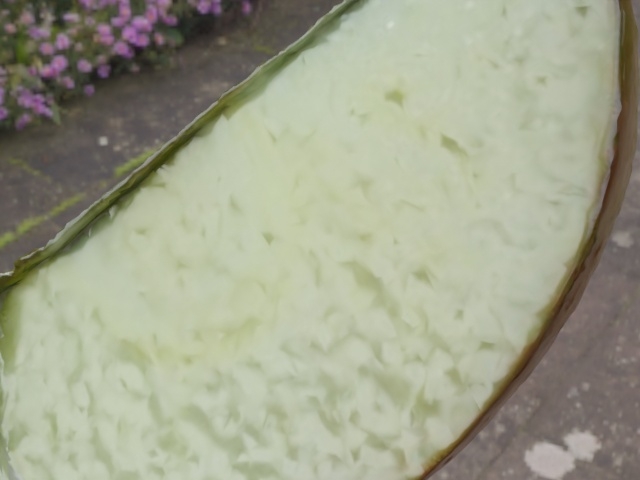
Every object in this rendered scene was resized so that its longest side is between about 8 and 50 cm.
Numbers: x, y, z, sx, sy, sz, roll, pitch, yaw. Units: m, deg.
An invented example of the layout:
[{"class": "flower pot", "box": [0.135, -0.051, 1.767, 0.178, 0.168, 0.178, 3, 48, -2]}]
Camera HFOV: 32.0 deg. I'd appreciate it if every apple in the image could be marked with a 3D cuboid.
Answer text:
[{"class": "apple", "box": [0.000, 0.000, 0.477, 0.346, 0.179, 0.254, -38, 38, 21]}]
